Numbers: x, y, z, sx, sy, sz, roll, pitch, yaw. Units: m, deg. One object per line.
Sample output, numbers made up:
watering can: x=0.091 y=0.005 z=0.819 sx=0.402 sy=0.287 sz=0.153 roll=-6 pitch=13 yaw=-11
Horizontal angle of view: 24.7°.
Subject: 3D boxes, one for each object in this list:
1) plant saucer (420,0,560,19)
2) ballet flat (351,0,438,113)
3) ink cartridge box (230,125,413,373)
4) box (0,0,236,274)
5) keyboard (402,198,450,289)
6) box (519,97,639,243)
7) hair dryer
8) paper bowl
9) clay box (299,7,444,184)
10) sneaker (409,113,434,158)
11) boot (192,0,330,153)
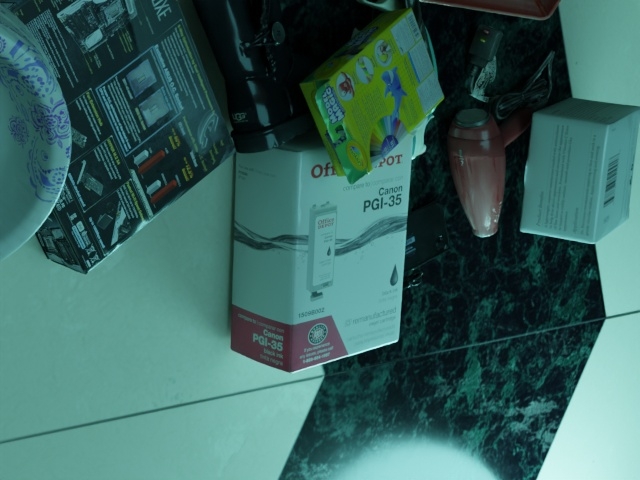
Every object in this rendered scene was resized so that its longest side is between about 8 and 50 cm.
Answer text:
plant saucer: x=0.255 y=-0.416 z=1.909 sx=0.259 sy=0.047 sz=0.258 roll=2 pitch=134 yaw=-34
ballet flat: x=0.084 y=-0.287 z=1.852 sx=0.096 sy=0.095 sz=0.280 roll=-13 pitch=103 yaw=-32
ink cartridge box: x=0.000 y=0.000 z=1.834 sx=0.207 sy=0.117 sz=0.283 roll=-12 pitch=112 yaw=-43
box: x=-0.241 y=-0.157 z=1.565 sx=0.242 sy=0.076 sz=0.307 roll=-42 pitch=130 yaw=-28
keyboard: x=0.112 y=0.020 z=2.027 sx=0.180 sy=0.023 sz=0.108 roll=-26 pitch=114 yaw=-37
box: x=0.385 y=-0.107 z=2.157 sx=0.182 sy=0.119 sz=0.181 roll=-26 pitch=124 yaw=-59
hair dryer: x=0.265 y=-0.147 z=2.084 sx=0.224 sy=0.080 sz=0.293 roll=16 pitch=92 yaw=-48
paper bowl: x=-0.381 y=-0.109 z=1.344 sx=0.284 sy=0.148 sz=0.284 roll=-11 pitch=124 yaw=-17
clay box: x=0.057 y=-0.170 z=1.733 sx=0.222 sy=0.053 sz=0.127 roll=-44 pitch=120 yaw=-41
sneaker: x=0.107 y=-0.115 z=1.948 sx=0.075 sy=0.057 sz=0.161 roll=28 pitch=80 yaw=-41
boot: x=-0.043 y=-0.237 z=1.724 sx=0.246 sy=0.094 sz=0.207 roll=-35 pitch=118 yaw=-48
